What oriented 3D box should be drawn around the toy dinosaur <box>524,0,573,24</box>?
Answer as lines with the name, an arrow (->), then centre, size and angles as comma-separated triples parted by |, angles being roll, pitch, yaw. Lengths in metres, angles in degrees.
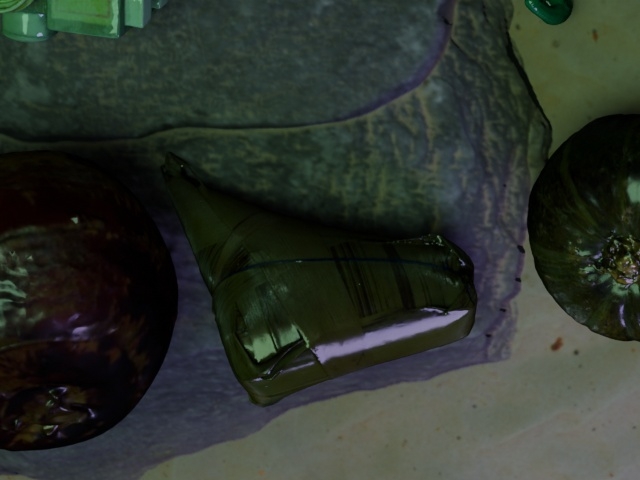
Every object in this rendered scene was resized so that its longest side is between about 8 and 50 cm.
toy dinosaur -> 0.178, -0.235, 1.477 | 0.059, 0.132, 0.096 | -40, 71, 27

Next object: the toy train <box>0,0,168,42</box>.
toy train -> -0.240, -0.317, 1.562 | 0.188, 0.159, 0.272 | 9, 112, 8

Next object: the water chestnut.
water chestnut -> -0.312, 0.044, 1.662 | 0.350, 0.302, 0.350 | -10, 145, -7

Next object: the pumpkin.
pumpkin -> 0.295, -0.013, 1.497 | 0.223, 0.157, 0.224 | 17, 129, 22

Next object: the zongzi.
zongzi -> 0.000, 0.000, 1.649 | 0.260, 0.123, 0.289 | -19, 61, -3
